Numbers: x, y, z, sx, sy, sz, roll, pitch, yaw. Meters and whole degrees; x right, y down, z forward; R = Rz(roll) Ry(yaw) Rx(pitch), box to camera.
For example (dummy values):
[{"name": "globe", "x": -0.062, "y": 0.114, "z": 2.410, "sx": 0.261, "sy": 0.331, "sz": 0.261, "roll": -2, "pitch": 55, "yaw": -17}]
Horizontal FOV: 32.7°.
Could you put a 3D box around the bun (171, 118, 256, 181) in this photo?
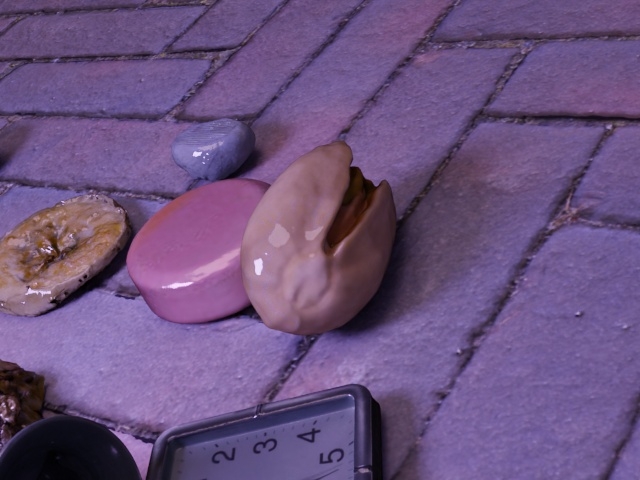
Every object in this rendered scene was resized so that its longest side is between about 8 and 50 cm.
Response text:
[{"name": "bun", "x": -0.174, "y": -0.145, "z": 1.800, "sx": 0.140, "sy": 0.083, "sz": 0.141, "roll": -11, "pitch": 28, "yaw": 6}]

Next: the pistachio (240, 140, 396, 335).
[{"name": "pistachio", "x": 0.000, "y": 0.000, "z": 1.414, "sx": 0.187, "sy": 0.187, "sz": 0.299, "roll": -6, "pitch": 32, "yaw": 26}]

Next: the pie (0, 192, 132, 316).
[{"name": "pie", "x": -0.427, "y": 0.019, "z": 1.755, "sx": 0.274, "sy": 0.055, "sz": 0.274, "roll": -17, "pitch": 35, "yaw": 12}]

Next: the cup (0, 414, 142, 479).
[{"name": "cup", "x": -0.316, "y": 0.302, "z": 1.213, "sx": 0.150, "sy": 0.199, "sz": 0.199, "roll": -18, "pitch": 29, "yaw": 44}]

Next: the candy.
[{"name": "candy", "x": -0.147, "y": 0.009, "z": 1.555, "sx": 0.255, "sy": 0.094, "sz": 0.255, "roll": -17, "pitch": 34, "yaw": 12}]

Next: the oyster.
[{"name": "oyster", "x": -0.465, "y": 0.218, "z": 1.425, "sx": 0.214, "sy": 0.083, "sz": 0.223, "roll": 10, "pitch": 31, "yaw": -9}]

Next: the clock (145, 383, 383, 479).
[{"name": "clock", "x": -0.064, "y": 0.284, "z": 1.167, "sx": 0.278, "sy": 0.049, "sz": 0.273, "roll": -15, "pitch": 34, "yaw": 14}]
